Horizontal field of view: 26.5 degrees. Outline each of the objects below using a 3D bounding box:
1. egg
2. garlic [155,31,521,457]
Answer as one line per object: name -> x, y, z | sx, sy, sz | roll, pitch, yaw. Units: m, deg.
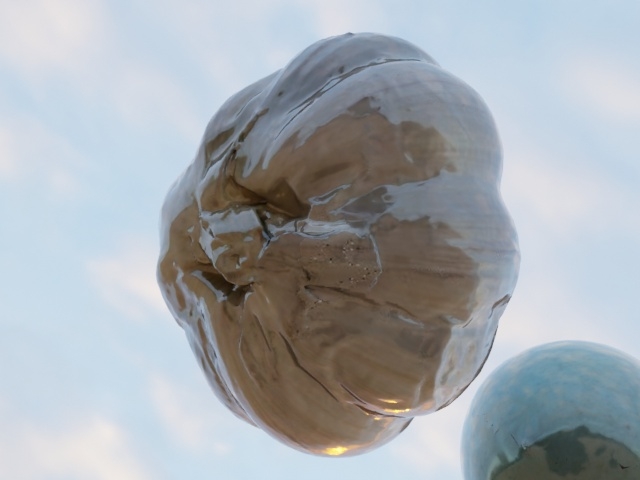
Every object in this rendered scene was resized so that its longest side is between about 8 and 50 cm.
egg -> 0.186, 0.158, 0.985 | 0.169, 0.236, 0.169 | -1, -83, -4
garlic -> 0.002, 0.002, 0.718 | 0.152, 0.227, 0.228 | 8, -37, -34
